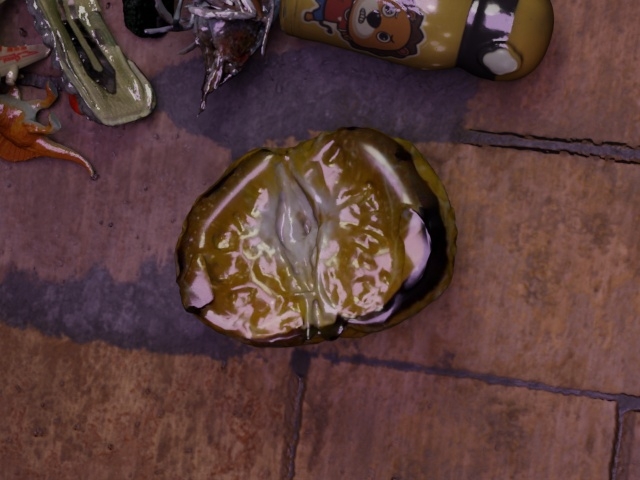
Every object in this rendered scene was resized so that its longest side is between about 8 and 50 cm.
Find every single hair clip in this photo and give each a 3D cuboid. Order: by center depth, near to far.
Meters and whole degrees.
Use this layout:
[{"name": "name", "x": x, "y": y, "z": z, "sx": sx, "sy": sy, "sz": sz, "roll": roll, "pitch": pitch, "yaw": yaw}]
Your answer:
[{"name": "hair clip", "x": -0.352, "y": -0.300, "z": 1.788, "sx": 0.091, "sy": 0.138, "sz": 0.321, "roll": -27, "pitch": 86, "yaw": 45}]

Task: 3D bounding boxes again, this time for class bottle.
[{"name": "bottle", "x": 0.134, "y": -0.313, "z": 1.680, "sx": 0.351, "sy": 0.171, "sz": 0.172, "roll": 16, "pitch": 93, "yaw": 9}]

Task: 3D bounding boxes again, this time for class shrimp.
[{"name": "shrimp", "x": -0.104, "y": -0.373, "z": 1.723, "sx": 0.166, "sy": 0.221, "sz": 0.411, "roll": 36, "pitch": 76, "yaw": -19}]

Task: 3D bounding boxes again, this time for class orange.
[{"name": "orange", "x": 0.000, "y": 0.000, "z": 1.683, "sx": 0.368, "sy": 0.210, "sz": 0.271, "roll": -12, "pitch": 86, "yaw": 10}]

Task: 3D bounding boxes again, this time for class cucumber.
[{"name": "cucumber", "x": -0.232, "y": -0.370, "z": 1.723, "sx": 0.074, "sy": 0.241, "sz": 0.074, "roll": 4, "pitch": 62, "yaw": -7}]

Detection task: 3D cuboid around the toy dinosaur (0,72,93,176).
[{"name": "toy dinosaur", "x": -0.433, "y": -0.156, "z": 1.828, "sx": 0.142, "sy": 0.057, "sz": 0.212, "roll": -29, "pitch": 84, "yaw": 19}]

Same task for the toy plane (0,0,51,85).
[{"name": "toy plane", "x": -0.487, "y": -0.269, "z": 1.756, "sx": 0.104, "sy": 0.242, "sz": 0.256, "roll": 7, "pitch": 79, "yaw": 48}]
